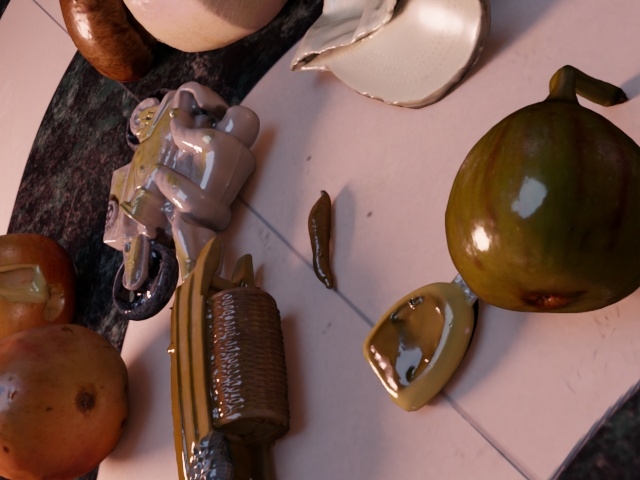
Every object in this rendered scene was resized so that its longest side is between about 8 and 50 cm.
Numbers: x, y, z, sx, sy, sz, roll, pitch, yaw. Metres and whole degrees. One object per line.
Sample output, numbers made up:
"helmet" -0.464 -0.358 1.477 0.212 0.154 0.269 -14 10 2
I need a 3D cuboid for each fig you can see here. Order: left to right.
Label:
"fig" 0.165 -0.043 0.562 0.142 0.147 0.186 154 122 -78

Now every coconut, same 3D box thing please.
"coconut" -0.140 -0.361 1.048 0.234 0.224 0.224 -17 55 57

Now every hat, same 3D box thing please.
"hat" 0.052 -0.279 0.806 0.301 0.258 0.168 33 70 35

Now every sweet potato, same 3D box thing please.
"sweet potato" 0.000 0.000 0.821 0.026 0.026 0.115 -27 52 37

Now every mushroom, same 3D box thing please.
"mushroom" -0.286 -0.365 1.246 0.254 0.267 0.267 20 82 18

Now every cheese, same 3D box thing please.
"cheese" 0.103 0.056 0.659 0.162 0.036 0.086 -50 40 15

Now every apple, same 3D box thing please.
"apple" -0.432 0.087 1.148 0.199 0.199 0.199 -27 50 37

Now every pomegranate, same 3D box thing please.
"pomegranate" -0.315 0.183 0.939 0.191 0.191 0.191 -27 50 37

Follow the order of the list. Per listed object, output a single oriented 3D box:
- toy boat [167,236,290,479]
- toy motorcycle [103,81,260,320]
"toy boat" -0.083 0.134 0.780 0.115 0.089 0.310 -34 45 28
"toy motorcycle" -0.162 -0.072 0.986 0.222 0.108 0.341 -22 53 29
